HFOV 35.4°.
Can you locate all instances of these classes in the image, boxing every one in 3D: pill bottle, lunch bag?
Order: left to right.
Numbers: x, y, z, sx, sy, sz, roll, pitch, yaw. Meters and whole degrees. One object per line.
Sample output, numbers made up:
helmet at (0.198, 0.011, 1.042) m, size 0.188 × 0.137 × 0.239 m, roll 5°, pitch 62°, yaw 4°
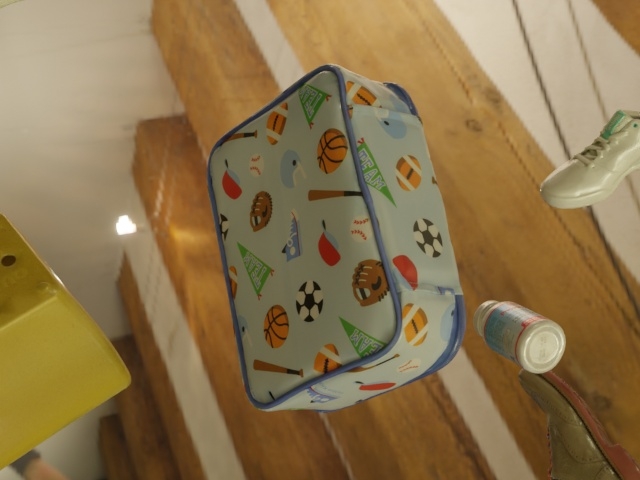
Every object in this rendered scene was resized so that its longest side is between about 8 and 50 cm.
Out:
lunch bag at (0.000, 0.000, 0.937) m, size 0.243 × 0.115 × 0.303 m, roll -31°, pitch -119°, yaw 42°
pill bottle at (0.315, 0.149, 1.619) m, size 0.160 × 0.087 × 0.087 m, roll -151°, pitch -125°, yaw -64°

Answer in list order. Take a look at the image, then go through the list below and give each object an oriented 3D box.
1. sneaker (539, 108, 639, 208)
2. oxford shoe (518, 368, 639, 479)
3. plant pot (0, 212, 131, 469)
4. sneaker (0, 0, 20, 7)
sneaker at (0.370, -0.119, 1.273) m, size 0.080 × 0.212 × 0.094 m, roll 57°, pitch -9°, yaw 48°
oxford shoe at (0.412, 0.336, 1.665) m, size 0.123 × 0.130 × 0.348 m, roll 43°, pitch 8°, yaw -41°
plant pot at (-0.366, 0.097, 1.117) m, size 0.212 × 0.212 × 0.187 m, roll 44°, pitch -27°, yaw 28°
sneaker at (-0.384, -0.273, 0.976) m, size 0.131 × 0.350 × 0.148 m, roll 33°, pitch -25°, yaw 48°
